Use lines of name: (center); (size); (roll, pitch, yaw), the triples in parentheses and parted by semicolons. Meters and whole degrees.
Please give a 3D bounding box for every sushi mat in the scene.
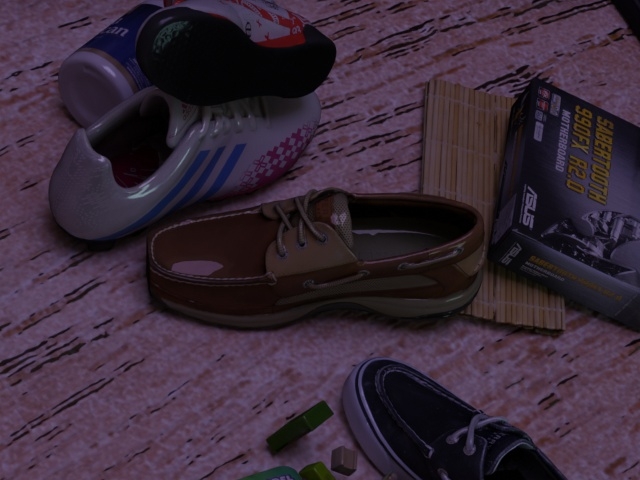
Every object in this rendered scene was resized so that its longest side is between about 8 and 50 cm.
sushi mat: (0.174, -0.039, 1.853); (0.151, 0.019, 0.316); (13, 49, -9)

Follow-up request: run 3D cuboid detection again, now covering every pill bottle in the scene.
pill bottle: (-0.175, -0.182, 1.806); (0.094, 0.094, 0.169); (35, 49, 12)

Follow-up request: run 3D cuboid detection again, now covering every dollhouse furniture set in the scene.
dollhouse furniture set: (0.020, 0.219, 1.585); (0.152, 0.058, 0.076); (53, 45, 1)

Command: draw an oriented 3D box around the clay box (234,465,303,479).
clay box: (-0.031, 0.298, 1.482); (0.127, 0.053, 0.222); (-14, 56, -27)

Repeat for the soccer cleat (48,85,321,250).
soccer cleat: (-0.112, -0.102, 1.728); (0.331, 0.143, 0.116); (-31, 66, -36)

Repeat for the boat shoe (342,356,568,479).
boat shoe: (0.144, 0.198, 1.590); (0.108, 0.102, 0.301); (-29, 65, -35)

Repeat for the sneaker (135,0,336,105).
sneaker: (-0.115, -0.198, 1.692); (0.145, 0.090, 0.270); (38, 23, 28)

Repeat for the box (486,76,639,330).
box: (0.272, -0.040, 1.841); (0.183, 0.056, 0.231); (24, 47, -10)

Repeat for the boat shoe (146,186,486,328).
boat shoe: (0.000, 0.000, 1.688); (0.324, 0.120, 0.122); (-2, 52, -13)

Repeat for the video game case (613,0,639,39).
video game case: (0.491, -0.240, 2.117); (0.248, 0.035, 0.275); (-11, 57, -27)
